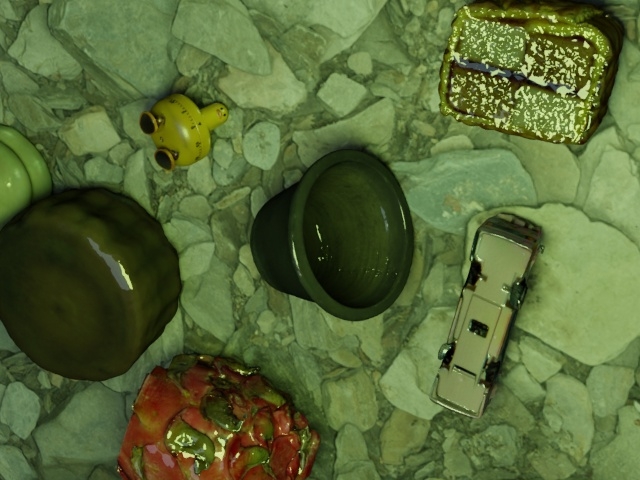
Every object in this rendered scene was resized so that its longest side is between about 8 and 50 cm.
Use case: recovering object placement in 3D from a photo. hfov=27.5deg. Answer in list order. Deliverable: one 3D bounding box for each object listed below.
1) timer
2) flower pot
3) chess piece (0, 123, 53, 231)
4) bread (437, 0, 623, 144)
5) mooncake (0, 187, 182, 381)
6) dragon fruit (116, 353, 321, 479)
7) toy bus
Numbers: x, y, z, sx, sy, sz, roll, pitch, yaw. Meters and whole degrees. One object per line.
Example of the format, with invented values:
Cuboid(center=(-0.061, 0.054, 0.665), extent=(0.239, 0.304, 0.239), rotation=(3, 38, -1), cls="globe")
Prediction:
Cuboid(center=(-0.196, -0.164, 1.899), extent=(0.107, 0.109, 0.107), rotation=(35, 141, 35), cls="timer")
Cuboid(center=(0.000, 0.000, 1.814), extent=(0.148, 0.235, 0.235), rotation=(-9, 107, 46), cls="flower pot")
Cuboid(center=(-0.566, -0.053, 1.953), extent=(0.182, 0.330, 0.182), rotation=(8, 111, 21), cls="chess piece")
Cuboid(center=(0.264, -0.222, 1.661), extent=(0.222, 0.096, 0.181), rotation=(14, 115, 20), cls="bread")
Cuboid(center=(-0.360, 0.062, 2.006), extent=(0.290, 0.161, 0.290), rotation=(9, 115, 21), cls="mooncake")
Cuboid(center=(-0.148, 0.317, 1.974), extent=(0.291, 0.250, 0.269), rotation=(19, 122, -1), cls="dragon fruit")
Cuboid(center=(0.230, 0.104, 1.793), extent=(0.090, 0.112, 0.274), rotation=(21, 116, 15), cls="toy bus")
